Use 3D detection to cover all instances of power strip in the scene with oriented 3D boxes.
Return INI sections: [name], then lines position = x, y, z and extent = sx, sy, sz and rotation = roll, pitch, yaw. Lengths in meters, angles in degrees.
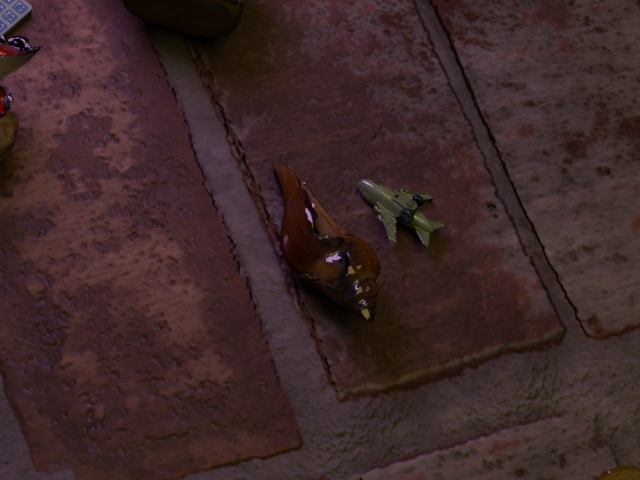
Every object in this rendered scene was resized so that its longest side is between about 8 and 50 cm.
[power strip]
position = -0.364, -0.247, 1.927
extent = 0.040, 0.016, 0.090
rotation = 39, 58, 3

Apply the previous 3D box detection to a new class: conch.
[conch]
position = -0.003, 0.004, 1.887
extent = 0.080, 0.086, 0.233
rotation = -48, 68, 8

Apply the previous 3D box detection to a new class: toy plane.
[toy plane]
position = 0.089, -0.037, 1.959
extent = 0.111, 0.040, 0.102
rotation = 39, 39, 2

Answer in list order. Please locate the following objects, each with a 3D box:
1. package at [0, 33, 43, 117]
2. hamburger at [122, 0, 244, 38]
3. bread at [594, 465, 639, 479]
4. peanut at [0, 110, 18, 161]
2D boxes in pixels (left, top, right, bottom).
[package]
position = -0.431, -0.178, 1.771
extent = 0.269, 0.071, 0.194
rotation = 8, 31, 6
[hamburger]
position = -0.161, -0.313, 1.952
extent = 0.185, 0.159, 0.131
rotation = 9, 75, -4
[bread]
position = 0.369, 0.325, 1.854
extent = 0.188, 0.065, 0.149
rotation = 37, 63, 0
[peanut]
position = -0.415, -0.094, 1.794
extent = 0.214, 0.099, 0.099
rotation = -14, 69, -30
